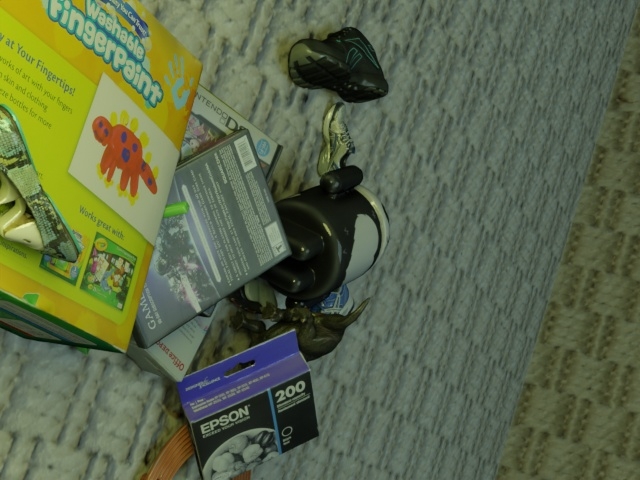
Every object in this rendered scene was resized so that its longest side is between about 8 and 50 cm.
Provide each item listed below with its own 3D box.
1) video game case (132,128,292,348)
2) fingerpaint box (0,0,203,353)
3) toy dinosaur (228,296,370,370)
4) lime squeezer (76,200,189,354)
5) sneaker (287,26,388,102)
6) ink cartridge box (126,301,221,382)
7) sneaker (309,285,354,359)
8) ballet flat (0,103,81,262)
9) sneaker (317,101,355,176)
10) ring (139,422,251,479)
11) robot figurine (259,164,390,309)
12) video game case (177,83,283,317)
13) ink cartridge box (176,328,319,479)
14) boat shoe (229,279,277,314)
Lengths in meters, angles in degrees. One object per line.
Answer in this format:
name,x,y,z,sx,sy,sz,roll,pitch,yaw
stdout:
video game case,-0.168,-0.007,1.588,0.274,0.026,0.196,-33,114,-35
fingerpaint box,-0.331,-0.124,1.229,0.445,0.163,0.371,41,58,-60
toy dinosaur,-0.042,0.158,1.918,0.313,0.121,0.160,-39,146,16
lime squeezer,-0.278,0.030,1.461,0.310,0.110,0.059,-50,180,37
sneaker,0.022,-0.301,1.962,0.267,0.101,0.106,12,70,-62
ink cartridge box,-0.214,0.093,1.686,0.175,0.072,0.127,-64,149,-22
sneaker,-0.008,0.134,2.106,0.211,0.080,0.081,-59,143,-48
ballet flat,-0.284,-0.039,1.099,0.070,0.070,0.188,-54,139,-37
sneaker,0.037,-0.172,2.059,0.052,0.058,0.135,-17,116,-59
ring,-0.212,0.430,1.893,0.336,0.032,0.336,-35,131,-53
robot figurine,0.002,-0.001,1.941,0.278,0.209,0.173,-24,84,-57
video game case,-0.190,-0.071,1.604,0.248,0.035,0.274,35,69,-38
ink cartridge box,-0.107,0.261,1.831,0.206,0.045,0.208,-23,128,-19
boat shoe,-0.107,0.093,1.927,0.133,0.042,0.049,37,47,-61
